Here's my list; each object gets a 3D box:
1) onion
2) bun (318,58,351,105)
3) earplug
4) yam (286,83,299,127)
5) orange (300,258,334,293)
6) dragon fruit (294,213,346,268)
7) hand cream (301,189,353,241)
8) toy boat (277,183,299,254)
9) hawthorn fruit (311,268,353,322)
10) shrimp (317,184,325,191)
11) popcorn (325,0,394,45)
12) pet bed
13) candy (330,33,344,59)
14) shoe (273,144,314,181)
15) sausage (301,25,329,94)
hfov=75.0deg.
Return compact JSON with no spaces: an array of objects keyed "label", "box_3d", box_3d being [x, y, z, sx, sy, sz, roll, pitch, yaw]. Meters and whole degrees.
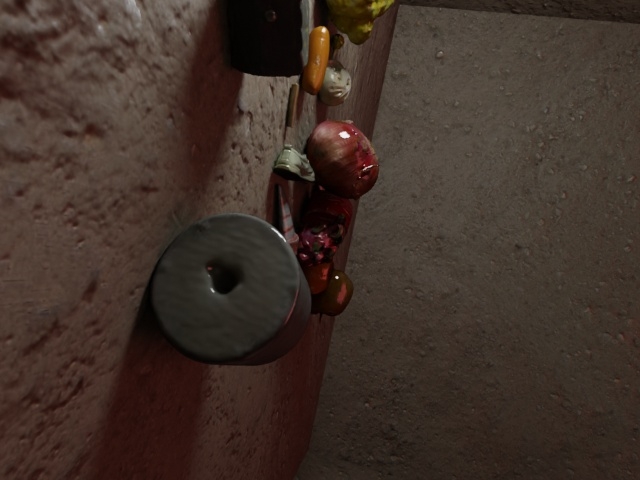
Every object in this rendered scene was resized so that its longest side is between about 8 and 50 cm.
[{"label":"onion","box_3d":[0.093,-0.334,1.731,0.353,0.353,0.354,12,90,-78]},{"label":"bun","box_3d":[0.066,-0.676,1.781,0.193,0.127,0.179,75,30,-61]},{"label":"earplug","box_3d":[-0.180,0.148,1.013,0.394,0.312,0.313,76,28,-70]},{"label":"yam","box_3d":[-0.097,-0.467,1.447,0.032,0.032,0.146,-35,134,-73]},{"label":"orange","box_3d":[-0.021,0.157,2.053,0.224,0.169,0.224,7,90,-75]},{"label":"dragon fruit","box_3d":[0.000,0.008,1.810,0.218,0.272,0.199,-71,144,-57]},{"label":"hand cream","box_3d":[0.034,-0.115,1.936,0.230,0.229,0.150,84,19,-55]},{"label":"toy boat","box_3d":[-0.137,-0.081,1.564,0.206,0.096,0.283,-66,152,-68]},{"label":"hawthorn fruit","box_3d":[0.029,0.294,2.244,0.268,0.267,0.301,71,35,-67]},{"label":"shrimp","box_3d":[0.023,-0.206,2.074,0.154,0.062,0.295,-69,147,-61]},{"label":"popcorn","box_3d":[0.163,-0.954,1.566,0.334,0.292,0.293,-48,-157,-1]},{"label":"pet bed","box_3d":[-0.118,-0.488,0.961,0.159,0.183,0.211,-65,161,-55]},{"label":"candy","box_3d":[0.058,-0.804,1.835,0.058,0.062,0.194,47,-50,47]},{"label":"shoe","box_3d":[-0.086,-0.269,1.516,0.275,0.103,0.099,10,90,-77]},{"label":"sausage","box_3d":[-0.017,-0.651,1.508,0.098,0.097,0.239,-25,127,-75]}]
